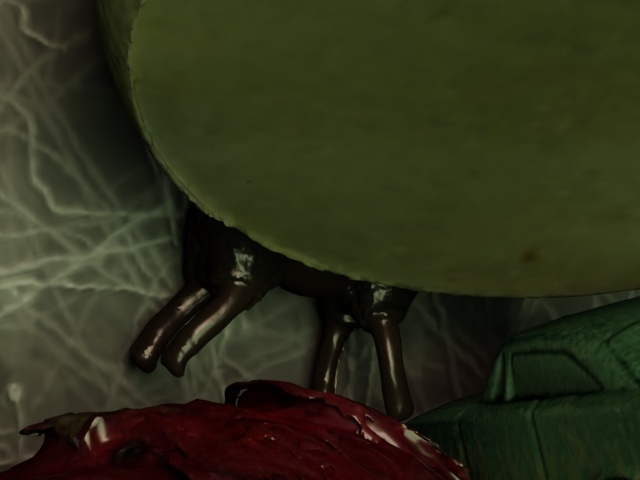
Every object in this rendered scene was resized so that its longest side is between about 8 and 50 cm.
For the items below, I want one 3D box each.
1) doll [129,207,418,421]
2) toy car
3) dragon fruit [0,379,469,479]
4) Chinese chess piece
[{"bbox_3d":[0.000,0.000,0.819,0.139,0.057,0.165,19,77,-23],"label":"doll"},{"bbox_3d":[0.146,0.072,0.748,0.141,0.321,0.097,-14,88,-21],"label":"toy car"},{"bbox_3d":[-0.039,0.209,0.687,0.329,0.329,0.329,-2,95,-24],"label":"dragon fruit"},{"bbox_3d":[0.089,-0.112,0.665,0.349,0.349,0.146,15,56,-25],"label":"Chinese chess piece"}]
